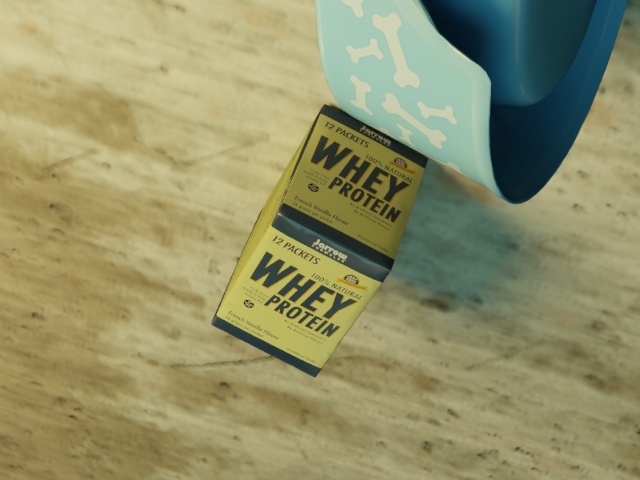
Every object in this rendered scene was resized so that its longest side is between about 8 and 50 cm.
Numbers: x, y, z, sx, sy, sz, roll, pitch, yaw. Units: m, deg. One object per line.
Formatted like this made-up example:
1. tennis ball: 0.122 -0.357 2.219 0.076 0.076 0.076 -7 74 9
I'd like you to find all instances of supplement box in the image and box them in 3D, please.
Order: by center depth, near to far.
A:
1. supplement box: 0.000 0.000 0.748 0.056 0.083 0.083 27 133 -6

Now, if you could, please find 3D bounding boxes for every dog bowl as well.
1. dog bowl: 0.056 -0.151 0.544 0.074 0.166 0.297 16 135 22
